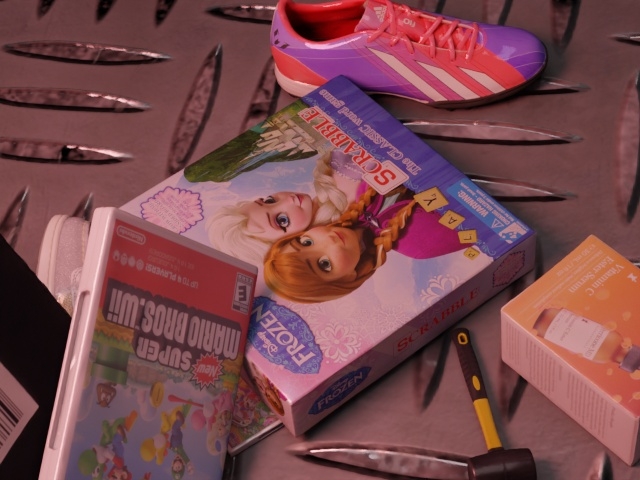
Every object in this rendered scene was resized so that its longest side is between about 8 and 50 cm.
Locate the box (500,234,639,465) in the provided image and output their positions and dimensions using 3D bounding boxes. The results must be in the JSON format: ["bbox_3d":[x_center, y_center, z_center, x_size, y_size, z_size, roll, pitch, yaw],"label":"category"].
[{"bbox_3d":[0.276,0.102,1.280,0.130,0.091,0.170,-38,57,-20],"label":"box"}]

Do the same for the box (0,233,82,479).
[{"bbox_3d":[-0.431,0.159,1.170,0.395,0.212,0.293,0,46,37],"label":"box"}]

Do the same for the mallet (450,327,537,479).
[{"bbox_3d":[0.146,0.162,1.290,0.062,0.039,0.190,-15,48,-8],"label":"mallet"}]

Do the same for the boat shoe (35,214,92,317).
[{"bbox_3d":[-0.221,0.114,1.332,0.103,0.118,0.320,-8,56,-6],"label":"boat shoe"}]

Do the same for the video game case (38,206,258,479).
[{"bbox_3d":[-0.148,0.134,1.194,0.025,0.204,0.285,-1,74,38],"label":"video game case"}]

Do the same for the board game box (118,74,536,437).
[{"bbox_3d":[0.000,0.000,1.404,0.318,0.066,0.318,-34,55,-21],"label":"board game box"}]

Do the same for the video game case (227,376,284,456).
[{"bbox_3d":[-0.059,0.151,1.340,0.122,0.011,0.087,-30,54,-15],"label":"video game case"}]

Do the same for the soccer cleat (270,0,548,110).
[{"bbox_3d":[0.099,-0.223,1.537,0.318,0.116,0.108,2,52,9],"label":"soccer cleat"}]
